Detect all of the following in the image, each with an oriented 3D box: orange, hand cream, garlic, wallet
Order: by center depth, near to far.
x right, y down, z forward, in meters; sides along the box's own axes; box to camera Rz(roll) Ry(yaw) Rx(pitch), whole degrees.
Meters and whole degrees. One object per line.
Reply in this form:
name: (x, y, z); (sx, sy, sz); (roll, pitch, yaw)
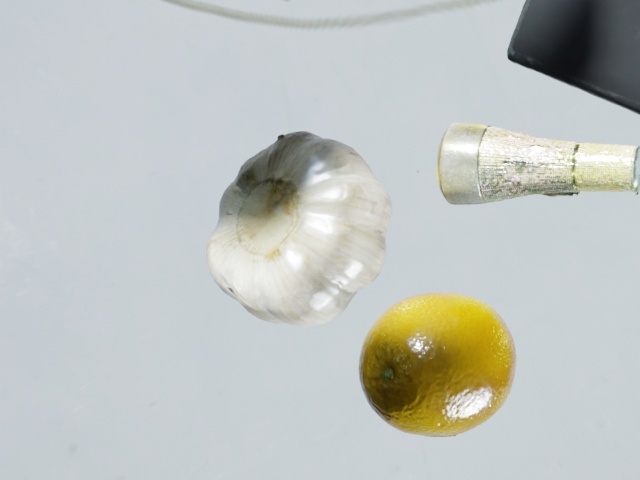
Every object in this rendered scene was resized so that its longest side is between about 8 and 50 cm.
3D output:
hand cream: (0.219, -0.075, 1.280); (0.203, 0.084, 0.083); (2, 93, 23)
garlic: (0.000, 0.000, 1.445); (0.219, 0.212, 0.218); (-13, 65, 29)
wallet: (0.480, -0.287, 1.847); (0.406, 0.062, 0.228); (28, 112, 24)
orange: (0.171, 0.180, 1.904); (0.236, 0.236, 0.236); (0, 93, 4)
